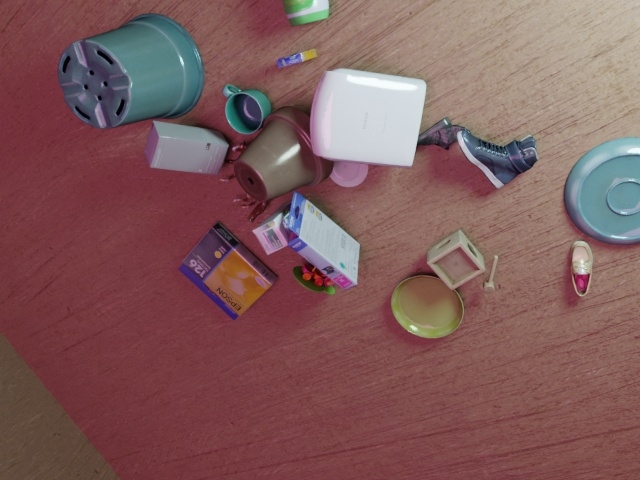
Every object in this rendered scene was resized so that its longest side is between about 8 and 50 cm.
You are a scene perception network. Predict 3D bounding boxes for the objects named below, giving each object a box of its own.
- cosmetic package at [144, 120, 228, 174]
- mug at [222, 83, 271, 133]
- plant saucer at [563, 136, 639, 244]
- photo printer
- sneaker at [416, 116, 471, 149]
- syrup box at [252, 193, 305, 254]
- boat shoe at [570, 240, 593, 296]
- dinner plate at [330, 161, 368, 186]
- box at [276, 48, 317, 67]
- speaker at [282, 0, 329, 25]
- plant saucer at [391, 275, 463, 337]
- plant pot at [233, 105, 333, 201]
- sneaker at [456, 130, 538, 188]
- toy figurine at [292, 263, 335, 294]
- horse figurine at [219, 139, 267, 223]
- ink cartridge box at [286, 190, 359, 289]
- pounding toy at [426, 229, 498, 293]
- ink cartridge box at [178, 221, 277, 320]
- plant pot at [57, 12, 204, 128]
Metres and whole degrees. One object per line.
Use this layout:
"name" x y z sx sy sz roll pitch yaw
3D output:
"cosmetic package" -0.436 -0.298 1.879 0.107 0.238 0.127 56 134 38
"mug" -0.224 -0.422 1.816 0.130 0.097 0.157 -4 112 23
"plant saucer" 0.839 -0.124 1.584 0.318 0.043 0.317 8 116 17
"photo printer" 0.125 -0.342 1.623 0.308 0.107 0.256 4 107 -15
"sneaker" 0.345 -0.293 1.685 0.170 0.051 0.089 -33 96 26
"syrup box" -0.113 -0.054 1.869 0.096 0.237 0.093 -25 103 29
"boat shoe" 0.770 0.086 1.701 0.063 0.059 0.170 -5 112 23
"dinner plate" 0.082 -0.234 1.837 0.141 0.017 0.141 8 115 17
"box" -0.070 -0.529 1.681 0.081 0.136 0.028 -7 112 24
"speaker" -0.062 -0.750 1.579 0.131 0.131 0.296 -4 113 23
"plant saucer" 0.358 0.216 1.936 0.241 0.037 0.240 9 118 17
"plant pot" -0.127 -0.235 1.734 0.263 0.229 0.263 35 149 25
"sneaker" 0.497 -0.258 1.598 0.226 0.086 0.163 36 132 -27
"toy figurine" 0.018 0.086 1.973 0.173 0.130 0.159 28 114 -19
"horse figurine" -0.248 -0.196 1.955 0.174 0.066 0.263 -18 105 34
"ink cartridge box" 0.000 0.000 1.825 0.065 0.185 0.311 -31 123 31
"pounding toy" 0.466 0.072 1.798 0.181 0.094 0.206 -36 107 26
"ink cartridge box" -0.363 0.133 2.157 0.303 0.072 0.307 43 120 -3
"plant pot" -0.592 -0.505 1.780 0.341 0.334 0.341 9 117 18
